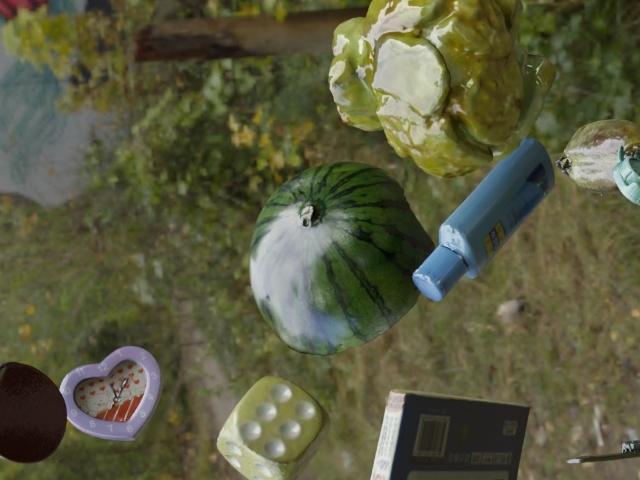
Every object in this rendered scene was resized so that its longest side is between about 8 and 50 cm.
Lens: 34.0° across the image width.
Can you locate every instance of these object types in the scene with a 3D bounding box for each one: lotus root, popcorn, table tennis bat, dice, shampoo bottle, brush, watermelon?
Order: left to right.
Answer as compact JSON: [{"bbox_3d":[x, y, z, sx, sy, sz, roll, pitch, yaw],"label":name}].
[{"bbox_3d":[-0.430,0.218,1.414,0.220,0.019,0.130,44,-131,-36],"label":"table tennis bat"},{"bbox_3d":[-0.091,0.381,2.066,0.166,0.169,0.169,33,151,12],"label":"dice"},{"bbox_3d":[0.000,0.000,1.658,0.189,0.331,0.331,51,-170,-39],"label":"watermelon"},{"bbox_3d":[0.133,-0.212,1.275,0.276,0.225,0.276,4,95,50],"label":"popcorn"},{"bbox_3d":[0.220,-0.022,1.412,0.061,0.258,0.104,25,152,39],"label":"shampoo bottle"},{"bbox_3d":[0.648,-0.177,2.308,0.309,0.173,0.173,-162,66,-73],"label":"lotus root"},{"bbox_3d":[0.446,0.315,1.568,0.034,0.190,0.027,-26,66,55],"label":"brush"}]

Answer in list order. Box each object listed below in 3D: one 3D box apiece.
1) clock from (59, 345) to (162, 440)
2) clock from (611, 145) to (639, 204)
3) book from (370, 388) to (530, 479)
[{"bbox_3d":[-0.391,0.306,2.010,0.172,0.198,0.064,61,167,17],"label":"clock"},{"bbox_3d":[0.599,-0.119,1.976,0.041,0.101,0.135,-54,34,34],"label":"clock"},{"bbox_3d":[0.142,0.408,1.325,0.039,0.300,0.428,9,86,41],"label":"book"}]
